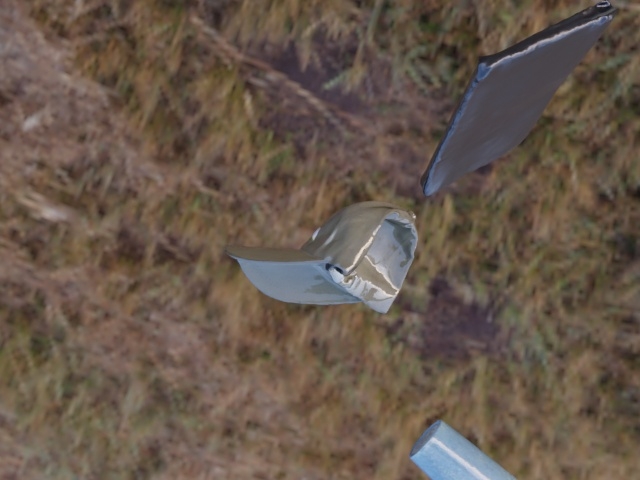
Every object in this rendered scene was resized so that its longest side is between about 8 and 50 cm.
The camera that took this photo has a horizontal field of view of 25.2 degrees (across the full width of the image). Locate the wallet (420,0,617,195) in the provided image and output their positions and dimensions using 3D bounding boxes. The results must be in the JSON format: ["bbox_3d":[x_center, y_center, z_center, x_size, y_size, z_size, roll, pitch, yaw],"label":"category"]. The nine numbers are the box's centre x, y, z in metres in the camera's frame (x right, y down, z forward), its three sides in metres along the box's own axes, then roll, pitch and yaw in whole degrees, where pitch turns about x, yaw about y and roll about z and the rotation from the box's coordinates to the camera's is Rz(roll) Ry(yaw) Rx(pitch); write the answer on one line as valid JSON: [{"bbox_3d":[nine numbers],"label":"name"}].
[{"bbox_3d":[0.179,-0.132,1.378,0.030,0.146,0.285,57,163,13],"label":"wallet"}]

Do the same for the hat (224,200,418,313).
[{"bbox_3d":[0.000,0.000,1.535,0.173,0.144,0.166,28,170,21],"label":"hat"}]

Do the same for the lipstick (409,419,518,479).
[{"bbox_3d":[0.223,0.317,1.646,0.274,0.061,0.068,41,102,-2],"label":"lipstick"}]
